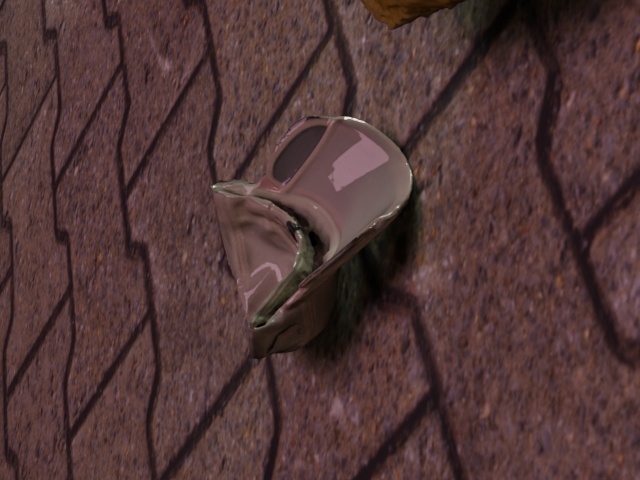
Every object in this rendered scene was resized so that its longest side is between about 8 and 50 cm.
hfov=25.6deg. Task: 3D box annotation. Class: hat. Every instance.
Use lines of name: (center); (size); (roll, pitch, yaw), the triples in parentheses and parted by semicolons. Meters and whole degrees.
hat: (0.000, 0.000, 1.385); (0.226, 0.164, 0.219); (-23, 46, 9)

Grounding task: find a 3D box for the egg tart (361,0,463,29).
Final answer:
egg tart: (0.151, -0.330, 1.161); (0.339, 0.153, 0.352); (34, 107, 61)
